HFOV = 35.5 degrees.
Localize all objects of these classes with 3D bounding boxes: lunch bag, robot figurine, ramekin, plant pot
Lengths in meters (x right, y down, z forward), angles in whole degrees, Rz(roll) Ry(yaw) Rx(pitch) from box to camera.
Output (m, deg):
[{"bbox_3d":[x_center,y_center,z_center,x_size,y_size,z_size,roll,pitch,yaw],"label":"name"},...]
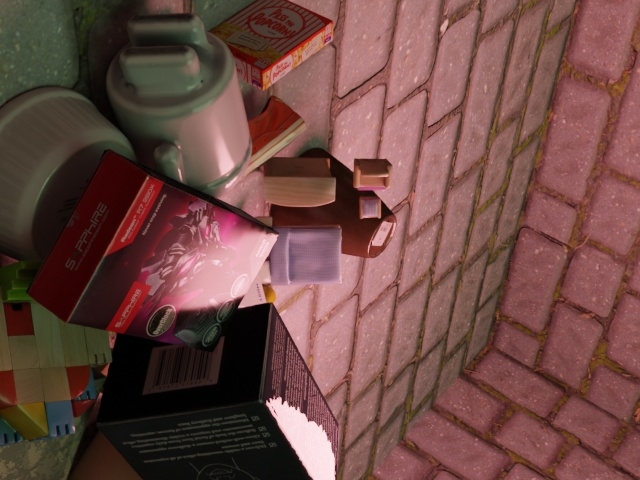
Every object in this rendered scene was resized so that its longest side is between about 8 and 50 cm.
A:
[{"bbox_3d":[-0.521,0.299,1.586,0.287,0.169,0.235,-8,125,-58],"label":"lunch bag"},{"bbox_3d":[-0.219,-0.196,1.590,0.353,0.200,0.300,82,13,-52],"label":"robot figurine"},{"bbox_3d":[-0.388,-0.081,1.480,0.273,0.127,0.273,-44,150,-33],"label":"ramekin"},{"bbox_3d":[-0.375,0.460,1.984,0.256,0.256,0.274,10,100,-64],"label":"plant pot"},{"bbox_3d":[0.044,-0.060,2.201,0.215,0.230,0.215,-43,150,-33],"label":"plant pot"}]

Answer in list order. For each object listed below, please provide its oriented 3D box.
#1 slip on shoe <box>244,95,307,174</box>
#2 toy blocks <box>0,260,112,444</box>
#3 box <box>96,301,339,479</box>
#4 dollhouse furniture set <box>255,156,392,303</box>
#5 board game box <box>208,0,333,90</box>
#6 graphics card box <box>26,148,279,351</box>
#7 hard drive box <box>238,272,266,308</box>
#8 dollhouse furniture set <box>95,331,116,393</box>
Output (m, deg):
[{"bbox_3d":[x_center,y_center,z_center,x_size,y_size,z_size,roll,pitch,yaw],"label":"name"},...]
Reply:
[{"bbox_3d":[-0.175,-0.154,1.856,0.331,0.101,0.123,-39,-176,-18],"label":"slip on shoe"},{"bbox_3d":[-0.435,0.178,1.427,0.381,0.191,0.260,4,72,-56],"label":"toy blocks"},{"bbox_3d":[-0.162,0.327,1.768,0.212,0.294,0.395,-86,160,-44],"label":"box"},{"bbox_3d":[0.000,0.000,2.006,0.198,0.286,0.303,-99,-170,-73],"label":"dollhouse furniture set"},{"bbox_3d":[-0.093,-0.347,1.730,0.193,0.147,0.045,-43,150,-35],"label":"board game box"},{"bbox_3d":[-0.232,0.030,1.484,0.232,0.094,0.371,-61,152,2],"label":"graphics card box"},{"bbox_3d":[-0.212,0.053,1.892,0.089,0.181,0.232,-20,168,22],"label":"hard drive box"},{"bbox_3d":[-0.347,0.190,1.822,0.197,0.151,0.301,-52,154,-18],"label":"dollhouse furniture set"}]
